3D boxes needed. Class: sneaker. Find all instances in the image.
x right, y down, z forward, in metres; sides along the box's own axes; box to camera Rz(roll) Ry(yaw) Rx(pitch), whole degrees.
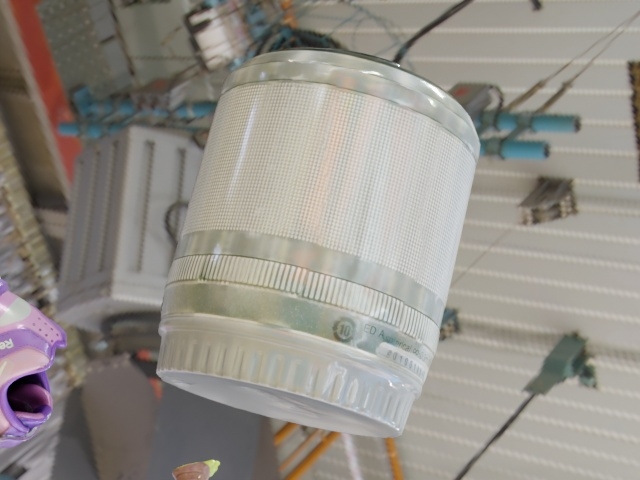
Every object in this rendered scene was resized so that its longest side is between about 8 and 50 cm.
[{"bbox_3d":[-0.260,0.130,0.895,0.105,0.095,0.236,27,-61,-4],"label":"sneaker"}]

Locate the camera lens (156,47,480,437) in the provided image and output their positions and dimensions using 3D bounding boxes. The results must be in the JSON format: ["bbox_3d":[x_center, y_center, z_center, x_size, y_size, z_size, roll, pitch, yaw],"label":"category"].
[{"bbox_3d":[0.000,0.000,0.951,0.219,0.274,0.219,13,-15,4],"label":"camera lens"}]

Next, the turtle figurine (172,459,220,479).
[{"bbox_3d":[-0.117,0.377,1.360,0.269,0.087,0.217,80,-12,-57],"label":"turtle figurine"}]
